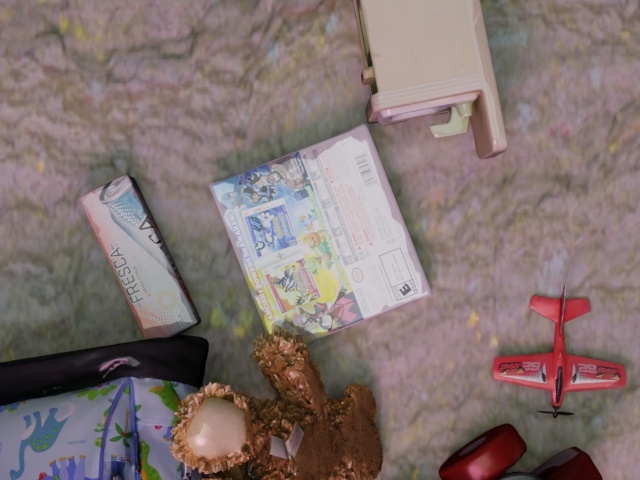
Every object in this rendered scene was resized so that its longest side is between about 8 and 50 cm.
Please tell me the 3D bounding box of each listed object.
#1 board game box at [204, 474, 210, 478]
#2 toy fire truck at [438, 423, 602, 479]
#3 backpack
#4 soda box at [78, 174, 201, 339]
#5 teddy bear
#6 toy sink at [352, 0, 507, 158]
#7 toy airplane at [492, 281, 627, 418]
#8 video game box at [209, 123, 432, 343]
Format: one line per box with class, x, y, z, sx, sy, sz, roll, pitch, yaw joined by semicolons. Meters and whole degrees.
board game box;-0.107;0.318;1.557;0.026;0.126;0.186;-8;88;-8
toy fire truck;0.162;0.320;1.493;0.302;0.254;0.169;-33;89;0
backpack;-0.250;0.289;1.462;0.290;0.273;0.355;-9;86;23
soda box;-0.197;0.022;1.598;0.063;0.058;0.183;-26;90;0
teddy bear;-0.058;0.222;1.476;0.113;0.338;0.245;-9;101;28
toy sink;0.106;-0.194;1.555;0.131;0.153;0.234;-11;90;0
toy airplane;0.262;0.121;1.609;0.151;0.028;0.151;0;89;-1
video game box;0.000;0.000;1.603;0.187;0.048;0.205;-21;89;-2
